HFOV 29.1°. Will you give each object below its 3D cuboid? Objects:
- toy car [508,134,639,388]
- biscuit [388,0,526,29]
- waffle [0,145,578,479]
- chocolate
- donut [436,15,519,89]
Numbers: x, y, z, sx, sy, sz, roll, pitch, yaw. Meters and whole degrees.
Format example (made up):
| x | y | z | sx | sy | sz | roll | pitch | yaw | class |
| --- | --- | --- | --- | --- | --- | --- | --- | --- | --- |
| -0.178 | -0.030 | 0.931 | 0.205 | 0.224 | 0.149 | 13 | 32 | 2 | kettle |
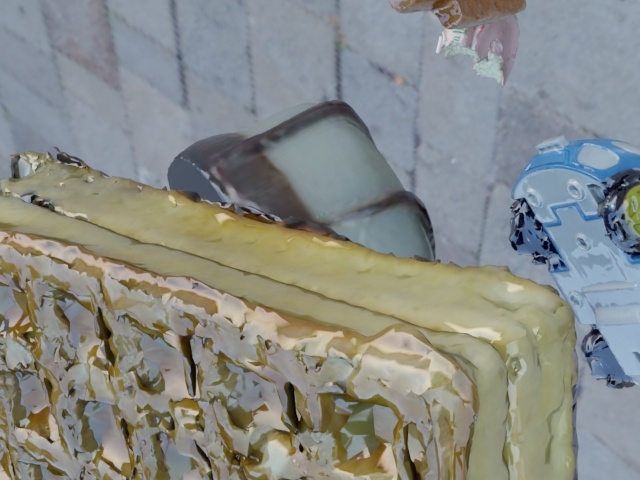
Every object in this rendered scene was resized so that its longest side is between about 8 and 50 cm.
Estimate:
| x | y | z | sx | sy | sz | roll | pitch | yaw | class |
| --- | --- | --- | --- | --- | --- | --- | --- | --- | --- |
| 0.326 | 0.018 | 1.229 | 0.314 | 0.166 | 0.198 | 57 | 155 | -9 | toy car |
| 0.097 | -0.315 | 1.204 | 0.043 | 0.284 | 0.306 | -17 | 134 | 43 | biscuit |
| -0.041 | 0.088 | 0.497 | 0.308 | 0.091 | 0.213 | 13 | 122 | 38 | waffle |
| 0.000 | 0.000 | 1.162 | 0.283 | 0.186 | 0.283 | 53 | 160 | 29 | chocolate |
| 0.224 | -0.288 | 1.701 | 0.065 | 0.117 | 0.166 | 17 | 174 | 29 | donut |
